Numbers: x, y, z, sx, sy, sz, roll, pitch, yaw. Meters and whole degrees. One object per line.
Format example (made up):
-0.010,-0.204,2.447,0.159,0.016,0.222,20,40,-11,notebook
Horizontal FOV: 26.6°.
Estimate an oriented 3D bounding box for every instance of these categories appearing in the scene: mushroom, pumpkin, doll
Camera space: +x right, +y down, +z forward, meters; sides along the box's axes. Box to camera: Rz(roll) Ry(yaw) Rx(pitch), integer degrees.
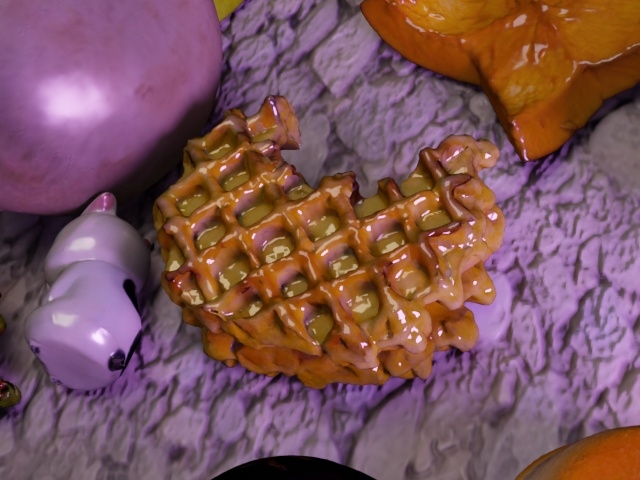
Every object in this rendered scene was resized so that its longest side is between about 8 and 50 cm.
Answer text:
-0.287,-0.198,1.392,0.362,0.362,0.295,-53,17,-22,mushroom
0.222,-0.220,1.371,0.258,0.095,0.290,-35,48,-4,pumpkin
-0.220,0.054,1.300,0.107,0.110,0.180,-8,50,10,doll

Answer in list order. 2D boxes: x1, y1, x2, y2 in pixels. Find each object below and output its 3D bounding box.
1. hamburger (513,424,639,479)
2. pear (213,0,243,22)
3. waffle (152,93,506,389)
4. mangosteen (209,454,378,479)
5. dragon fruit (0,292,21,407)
0.240,0.236,0.991,0.237,0.147,0.236,-2,59,3,hamburger
-0.251,-0.385,1.602,0.399,0.165,0.398,-9,52,12,pear
0.000,0.000,1.248,0.324,0.151,0.261,13,56,27,waffle
-0.047,0.296,0.993,0.302,0.275,0.275,-14,42,52,mangosteen
-0.362,0.102,1.312,0.138,0.142,0.175,-38,80,20,dragon fruit
